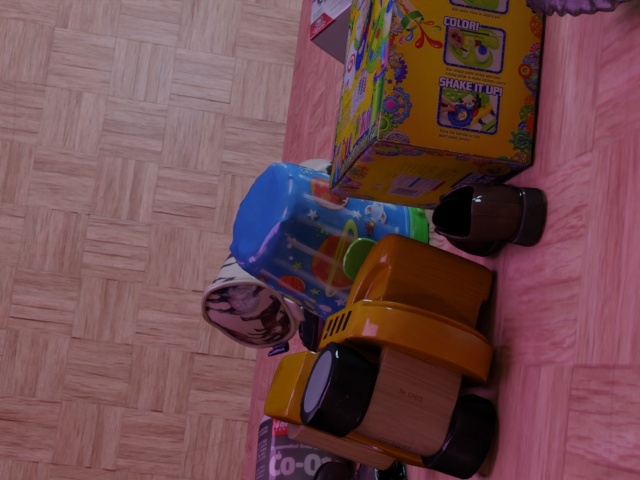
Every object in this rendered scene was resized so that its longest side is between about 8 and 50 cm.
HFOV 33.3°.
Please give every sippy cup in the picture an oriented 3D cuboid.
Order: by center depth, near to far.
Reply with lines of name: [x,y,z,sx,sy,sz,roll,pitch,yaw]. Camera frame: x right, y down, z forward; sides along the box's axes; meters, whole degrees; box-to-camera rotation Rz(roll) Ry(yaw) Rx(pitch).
sippy cup: [0.000,0.000,1.562,0.305,0.224,0.240,-33,41,47]

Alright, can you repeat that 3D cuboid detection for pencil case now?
pencil case: [-0.046,0.015,1.863,0.410,0.183,0.160,-60,-31,-48]

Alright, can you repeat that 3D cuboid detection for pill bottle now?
pill bottle: [-0.031,0.380,1.843,0.161,0.161,0.283,112,163,-57]

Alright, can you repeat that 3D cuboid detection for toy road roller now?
toy road roller: [0.084,0.136,1.257,0.329,0.202,0.240,144,146,-71]

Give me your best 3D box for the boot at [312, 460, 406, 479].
boot: [0.064,0.362,1.562,0.263,0.091,0.229,-102,27,-55]

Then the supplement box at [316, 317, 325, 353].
supplement box: [0.043,0.161,1.833,0.104,0.081,0.188,114,162,-59]

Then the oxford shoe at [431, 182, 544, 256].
oxford shoe: [0.165,-0.030,1.188,0.227,0.096,0.083,142,134,-80]

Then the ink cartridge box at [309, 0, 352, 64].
ink cartridge box: [0.068,-0.423,1.932,0.128,0.127,0.176,-35,39,37]

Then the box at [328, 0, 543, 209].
box: [0.132,-0.204,1.288,0.290,0.177,0.279,139,138,-78]

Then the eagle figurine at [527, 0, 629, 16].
eagle figurine: [0.201,-0.350,0.976,0.225,0.226,0.298,-57,12,19]

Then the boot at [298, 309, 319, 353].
boot: [0.000,0.203,1.985,0.082,0.106,0.219,180,99,-81]
